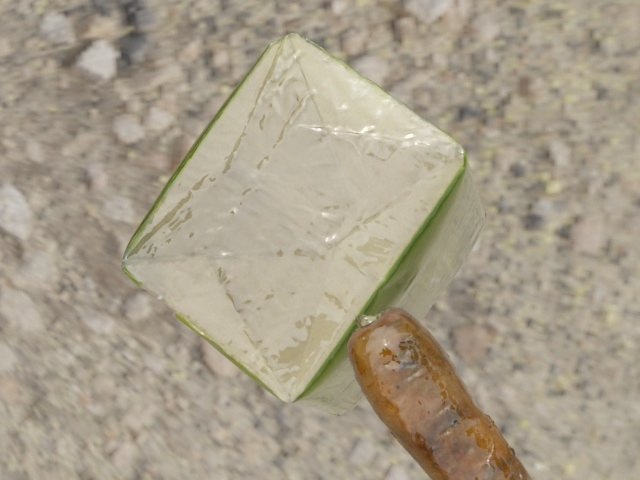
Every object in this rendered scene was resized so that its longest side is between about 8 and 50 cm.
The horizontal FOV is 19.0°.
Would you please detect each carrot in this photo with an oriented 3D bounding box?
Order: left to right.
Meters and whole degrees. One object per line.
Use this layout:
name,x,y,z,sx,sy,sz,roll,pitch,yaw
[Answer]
carrot,0.063,0.094,0.710,0.035,0.035,0.165,-34,83,-11

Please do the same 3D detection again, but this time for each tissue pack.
tissue pack,0.000,0.000,1.340,0.167,0.274,0.200,36,89,11
